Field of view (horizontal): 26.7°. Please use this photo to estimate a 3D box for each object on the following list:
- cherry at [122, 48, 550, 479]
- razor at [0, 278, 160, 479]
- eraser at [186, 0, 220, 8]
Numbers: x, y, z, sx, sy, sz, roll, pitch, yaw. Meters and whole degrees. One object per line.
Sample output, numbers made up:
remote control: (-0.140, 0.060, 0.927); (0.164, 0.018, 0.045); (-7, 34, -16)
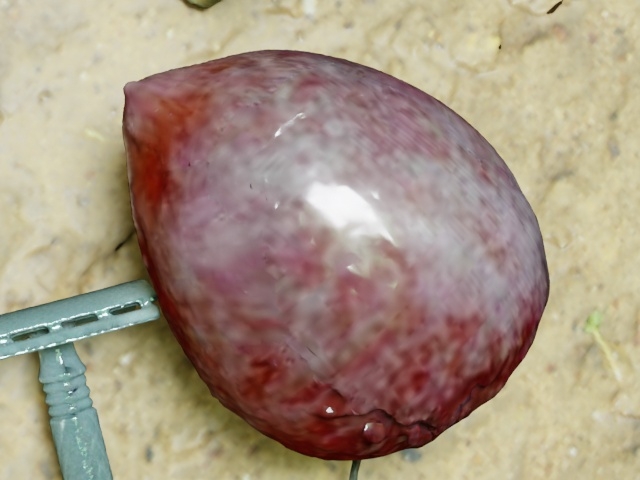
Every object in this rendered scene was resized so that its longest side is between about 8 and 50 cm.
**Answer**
cherry: (0.000, 0.000, 0.678); (0.250, 0.175, 0.192); (40, 84, -19)
razor: (-0.117, 0.144, 0.694); (0.106, 0.068, 0.232); (-13, 96, -18)
eraser: (-0.051, -0.197, 0.681); (0.058, 0.172, 0.117); (-33, 95, -21)
